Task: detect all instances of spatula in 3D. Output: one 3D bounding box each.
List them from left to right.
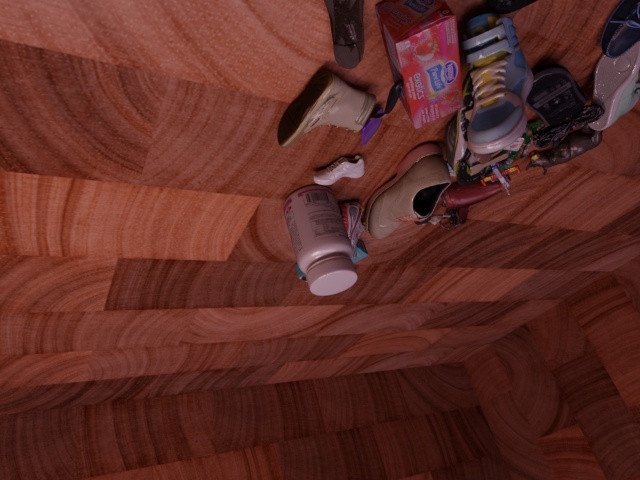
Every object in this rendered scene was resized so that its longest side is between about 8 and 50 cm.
[{"bbox_3d":[0.141,-0.291,1.084,0.084,0.030,0.296,-50,-178,-10],"label":"spatula"}]

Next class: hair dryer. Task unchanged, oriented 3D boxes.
[{"bbox_3d":[0.472,-0.128,1.606,0.223,0.080,0.293,3,157,-40],"label":"hair dryer"}]

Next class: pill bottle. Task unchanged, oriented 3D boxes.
[{"bbox_3d":[0.000,0.000,1.351,0.160,0.283,0.160,-12,149,-7],"label":"pill bottle"}]

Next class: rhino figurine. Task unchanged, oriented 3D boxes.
[{"bbox_3d":[0.754,-0.280,1.489,0.243,0.073,0.106,-32,143,26],"label":"rhino figurine"}]

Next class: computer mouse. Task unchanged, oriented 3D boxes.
[{"bbox_3d":[0.604,-0.368,1.253,0.188,0.072,0.272,-28,140,30],"label":"computer mouse"}]

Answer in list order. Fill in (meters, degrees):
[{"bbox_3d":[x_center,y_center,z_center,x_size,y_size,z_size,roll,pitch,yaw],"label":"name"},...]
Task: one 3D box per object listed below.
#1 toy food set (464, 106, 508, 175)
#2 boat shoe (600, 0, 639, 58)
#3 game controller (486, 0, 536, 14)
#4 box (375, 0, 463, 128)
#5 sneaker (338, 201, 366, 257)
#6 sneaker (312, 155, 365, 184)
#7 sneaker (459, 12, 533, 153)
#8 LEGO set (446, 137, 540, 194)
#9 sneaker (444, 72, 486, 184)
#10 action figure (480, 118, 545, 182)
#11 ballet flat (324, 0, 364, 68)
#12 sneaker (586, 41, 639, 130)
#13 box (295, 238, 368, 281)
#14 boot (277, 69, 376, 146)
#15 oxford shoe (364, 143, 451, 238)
[{"bbox_3d":[0.424,-0.252,1.187,0.132,0.039,0.192,-25,132,-3],"label":"toy food set"},{"bbox_3d":[0.725,-0.516,1.063,0.108,0.089,0.258,2,142,-10],"label":"boat shoe"},{"bbox_3d":[0.467,-0.565,0.910,0.318,0.067,0.166,-24,135,10],"label":"game controller"},{"bbox_3d":[0.213,-0.377,1.002,0.122,0.128,0.257,-22,149,9],"label":"box"},{"bbox_3d":[0.106,-0.027,1.528,0.092,0.088,0.225,-18,137,-12],"label":"sneaker"},{"bbox_3d":[0.048,-0.195,1.298,0.152,0.054,0.061,-17,141,-13],"label":"sneaker"},{"bbox_3d":[0.344,-0.338,0.993,0.127,0.319,0.208,-11,128,37],"label":"sneaker"},{"bbox_3d":[0.495,-0.223,1.386,0.244,0.060,0.183,7,144,0],"label":"LEGO set"},{"bbox_3d":[0.371,-0.296,1.239,0.110,0.121,0.300,-12,130,-14],"label":"sneaker"},{"bbox_3d":[0.572,-0.272,1.426,0.137,0.064,0.232,9,137,-32],"label":"action figure"},{"bbox_3d":[0.051,-0.440,0.897,0.084,0.058,0.250,13,149,18],"label":"ballet flat"},{"bbox_3d":[0.801,-0.433,1.269,0.151,0.094,0.256,-31,141,-23],"label":"sneaker"},{"bbox_3d":[0.039,0.070,1.703,0.244,0.060,0.100,-30,147,20],"label":"box"},{"bbox_3d":[0.012,-0.281,1.112,0.165,0.077,0.213,9,140,-41],"label":"boot"},{"bbox_3d":[0.249,-0.105,1.442,0.140,0.147,0.397,-3,147,-24],"label":"oxford shoe"}]
